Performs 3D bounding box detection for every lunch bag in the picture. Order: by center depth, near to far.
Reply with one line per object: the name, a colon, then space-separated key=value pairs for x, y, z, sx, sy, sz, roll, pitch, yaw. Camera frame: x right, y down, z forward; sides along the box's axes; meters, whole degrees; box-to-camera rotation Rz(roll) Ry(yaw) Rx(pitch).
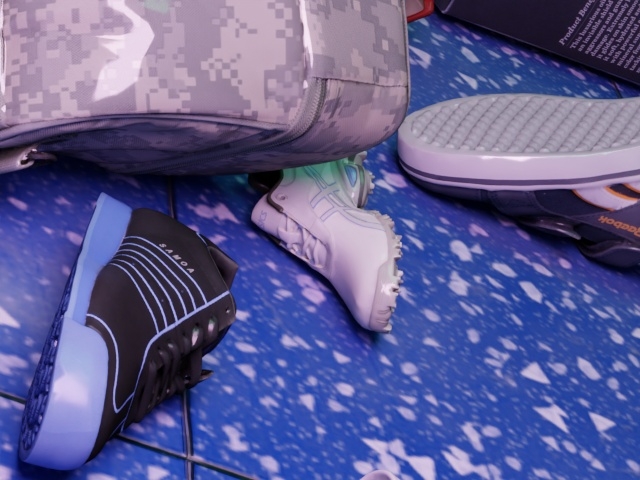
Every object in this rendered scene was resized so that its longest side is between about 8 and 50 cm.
lunch bag: x=-0.107 y=-0.190 z=1.070 sx=0.212 sy=0.305 sz=0.256 roll=-6 pitch=-3 yaw=40

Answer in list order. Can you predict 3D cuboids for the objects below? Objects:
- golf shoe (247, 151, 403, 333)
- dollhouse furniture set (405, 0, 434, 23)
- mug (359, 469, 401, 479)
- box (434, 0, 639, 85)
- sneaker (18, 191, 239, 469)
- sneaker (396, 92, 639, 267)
golf shoe: x=0.000 y=0.000 z=1.157 sx=0.086 sy=0.069 sz=0.176 roll=0 pitch=32 yaw=-15
dollhouse furniture set: x=0.108 y=-0.367 z=1.589 sx=0.152 sy=0.201 sz=0.374 roll=28 pitch=51 yaw=-53
mug: x=0.040 y=0.163 z=0.915 sx=0.064 sy=0.078 sz=0.062 roll=31 pitch=-8 yaw=-22
box: x=0.218 y=-0.321 z=1.798 sx=0.294 sy=0.183 sz=0.296 roll=16 pitch=28 yaw=-32
sneaker: x=-0.090 y=0.048 z=0.930 sx=0.090 sy=0.081 sz=0.232 roll=20 pitch=26 yaw=-7
sneaker: x=0.213 y=-0.040 z=1.389 sx=0.321 sy=0.127 sz=0.126 roll=-3 pitch=29 yaw=-11
